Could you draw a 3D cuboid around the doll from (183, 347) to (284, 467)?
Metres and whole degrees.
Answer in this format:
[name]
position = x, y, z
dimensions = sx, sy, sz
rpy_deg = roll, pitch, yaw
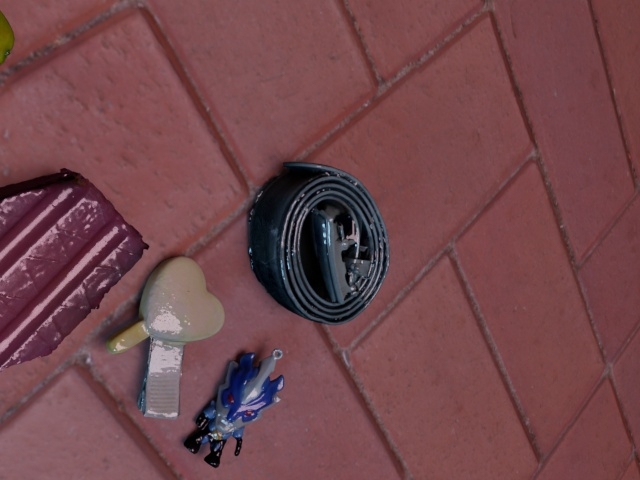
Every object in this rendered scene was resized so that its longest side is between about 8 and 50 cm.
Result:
[doll]
position = -0.119, 0.239, 1.053
dimensions = 0.096, 0.070, 0.195
rpy_deg = 39, 73, -4

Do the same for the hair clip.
[hair clip]
position = -0.212, 0.128, 0.961
dimensions = 0.159, 0.071, 0.219
rpy_deg = 11, 85, -38

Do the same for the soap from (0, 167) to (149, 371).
[soap]
position = -0.355, 0.047, 0.793
dimensions = 0.289, 0.112, 0.182
rpy_deg = -53, 125, -21

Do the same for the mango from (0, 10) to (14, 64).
[mango]
position = -0.381, -0.235, 0.764
dimensions = 0.108, 0.056, 0.073
rpy_deg = 49, 61, -31

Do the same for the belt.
[belt]
position = 0.000, 0.000, 1.080
dimensions = 0.206, 0.116, 0.268
rpy_deg = -36, 121, -25
